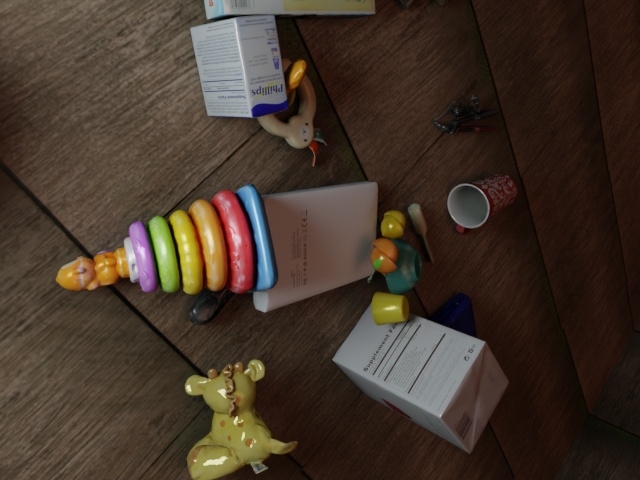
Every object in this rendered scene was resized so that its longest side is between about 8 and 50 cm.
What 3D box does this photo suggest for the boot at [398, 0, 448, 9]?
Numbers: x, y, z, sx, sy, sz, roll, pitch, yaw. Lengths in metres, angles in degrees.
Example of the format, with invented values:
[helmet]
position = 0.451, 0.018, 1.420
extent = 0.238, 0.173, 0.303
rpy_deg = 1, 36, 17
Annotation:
[boot]
position = 0.206, -0.500, 1.062
extent = 0.106, 0.037, 0.114
rpy_deg = 50, 65, -23

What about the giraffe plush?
[giraffe plush]
position = -0.154, 0.301, 0.895
extent = 0.181, 0.210, 0.170
rpy_deg = -10, 79, -36

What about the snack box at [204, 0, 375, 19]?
[snack box]
position = -0.044, -0.462, 0.838
extent = 0.322, 0.060, 0.187
rpy_deg = -19, 112, -36

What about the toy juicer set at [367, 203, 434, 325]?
[toy juicer set]
position = 0.168, 0.024, 1.139
extent = 0.329, 0.090, 0.209
rpy_deg = -44, 124, -55

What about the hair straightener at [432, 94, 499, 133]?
[hair straightener]
position = 0.353, -0.305, 1.246
extent = 0.230, 0.047, 0.089
rpy_deg = -12, 109, -34

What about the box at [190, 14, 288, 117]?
[box]
position = -0.122, -0.260, 0.781
extent = 0.072, 0.126, 0.137
rpy_deg = -24, 117, -36

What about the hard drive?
[hard drive]
position = 0.000, 0.000, 0.989
extent = 0.308, 0.040, 0.203
rpy_deg = -14, 110, -46

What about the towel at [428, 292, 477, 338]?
[towel]
position = 0.345, 0.320, 1.387
extent = 0.228, 0.076, 0.308
rpy_deg = -36, 122, -37

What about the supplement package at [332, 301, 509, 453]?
[supplement package]
position = 0.208, 0.278, 1.099
extent = 0.175, 0.293, 0.177
rpy_deg = -53, 129, -18

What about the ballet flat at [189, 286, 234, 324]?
[ballet flat]
position = -0.166, 0.075, 0.897
extent = 0.057, 0.049, 0.173
rpy_deg = 50, 61, -14

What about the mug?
[mug]
position = 0.406, -0.101, 1.320
extent = 0.169, 0.150, 0.113
rpy_deg = -24, 80, -39

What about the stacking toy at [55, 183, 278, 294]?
[stacking toy]
position = -0.228, 0.022, 0.768
extent = 0.302, 0.175, 0.165
rpy_deg = -11, 86, -21

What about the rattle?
[rattle]
position = -0.015, -0.214, 0.884
extent = 0.199, 0.143, 0.130
rpy_deg = 58, 45, -28
